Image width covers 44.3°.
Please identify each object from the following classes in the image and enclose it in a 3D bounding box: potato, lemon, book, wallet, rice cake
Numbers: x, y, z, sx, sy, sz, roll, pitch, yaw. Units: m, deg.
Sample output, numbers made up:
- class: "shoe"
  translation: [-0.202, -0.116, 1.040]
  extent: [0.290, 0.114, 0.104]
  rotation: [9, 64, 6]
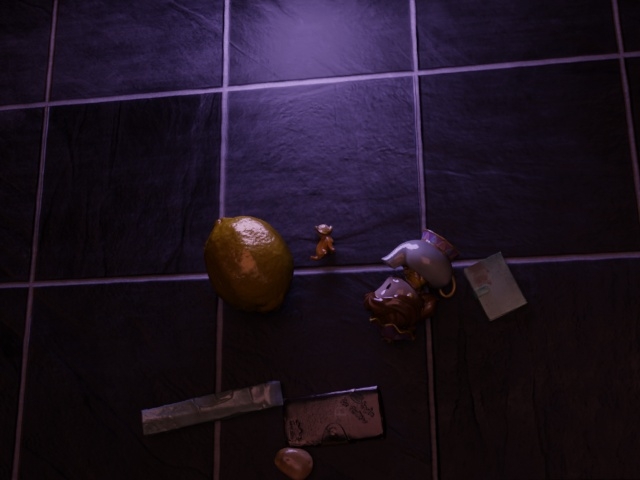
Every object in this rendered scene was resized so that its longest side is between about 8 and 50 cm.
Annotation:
- class: "potato"
  translation: [-0.060, 0.498, 1.757]
  extent: [0.083, 0.062, 0.068]
  rotation: [30, 50, -13]
- class: "lemon"
  translation: [-0.166, 0.055, 1.824]
  extent: [0.204, 0.204, 0.260]
  rotation: [-32, 75, 0]
- class: "book"
  translation: [0.400, 0.107, 1.812]
  extent: [0.103, 0.017, 0.135]
  rotation: [-25, 72, 1]
- class: "wallet"
  translation: [0.030, 0.403, 1.784]
  extent: [0.232, 0.031, 0.122]
  rotation: [-9, 72, 6]
- class: "rice cake"
  translation: [-0.249, 0.388, 1.819]
  extent: [0.336, 0.063, 0.066]
  rotation: [-14, 80, 4]

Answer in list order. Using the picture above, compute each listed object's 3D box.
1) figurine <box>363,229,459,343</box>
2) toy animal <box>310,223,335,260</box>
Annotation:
- class: "figurine"
  translation: [0.203, 0.110, 1.782]
  extent: [0.189, 0.142, 0.263]
  rotation: [36, 83, -7]
- class: "toy animal"
  translation: [0.000, 0.000, 1.888]
  extent: [0.081, 0.060, 0.083]
  rotation: [-27, 81, 0]
